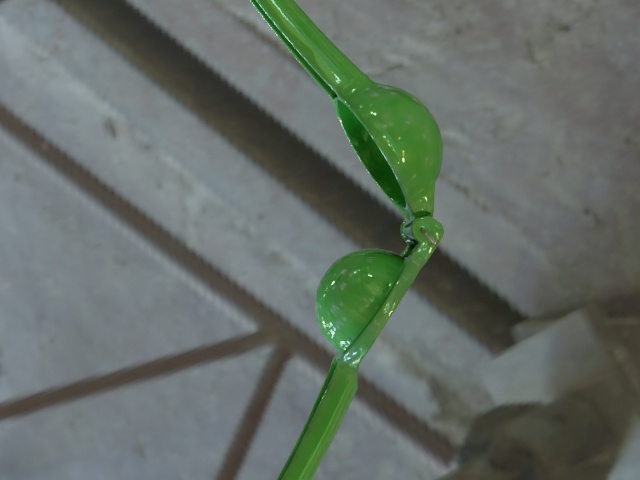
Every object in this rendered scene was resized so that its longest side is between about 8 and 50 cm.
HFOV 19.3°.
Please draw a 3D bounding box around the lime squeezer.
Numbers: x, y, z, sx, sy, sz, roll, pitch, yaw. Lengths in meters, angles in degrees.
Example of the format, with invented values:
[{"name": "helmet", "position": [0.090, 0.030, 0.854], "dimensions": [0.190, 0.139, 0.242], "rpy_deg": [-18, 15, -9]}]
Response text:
[{"name": "lime squeezer", "position": [0.000, 0.000, 0.780], "dimensions": [0.059, 0.110, 0.310], "rpy_deg": [180, 88, -66]}]
